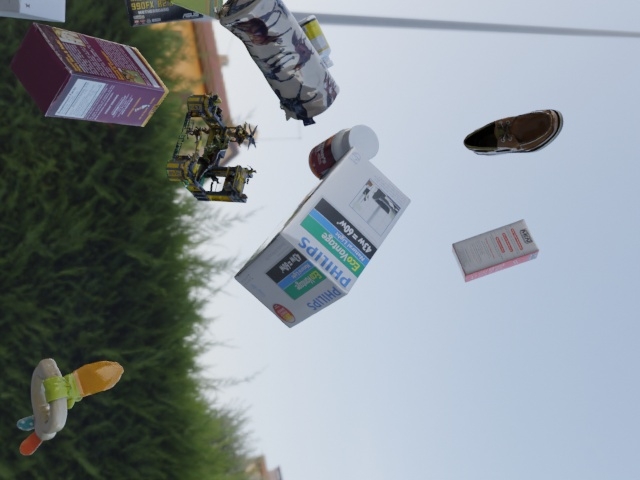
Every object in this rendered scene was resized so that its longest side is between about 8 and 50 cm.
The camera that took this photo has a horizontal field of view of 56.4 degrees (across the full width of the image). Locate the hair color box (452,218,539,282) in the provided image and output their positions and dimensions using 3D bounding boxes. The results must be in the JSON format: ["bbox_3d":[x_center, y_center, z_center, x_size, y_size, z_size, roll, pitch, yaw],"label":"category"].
[{"bbox_3d":[0.324,0.020,1.114,0.043,0.141,0.072,64,8,-64],"label":"hair color box"}]

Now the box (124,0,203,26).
[{"bbox_3d":[-0.483,-0.762,1.819,0.056,0.231,0.183,-121,-156,-44],"label":"box"}]

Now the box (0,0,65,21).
[{"bbox_3d":[-0.500,-0.424,0.945,0.091,0.170,0.130,-24,125,-66],"label":"box"}]

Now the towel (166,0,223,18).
[{"bbox_3d":[-0.339,-0.675,1.632,0.021,0.237,0.102,8,-79,24],"label":"towel"}]

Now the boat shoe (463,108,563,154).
[{"bbox_3d":[0.541,-0.299,1.709,0.307,0.104,0.111,-17,-106,59],"label":"boat shoe"}]

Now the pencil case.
[{"bbox_3d":[-0.112,-0.502,1.625,0.410,0.183,0.160,49,9,-43],"label":"pencil case"}]

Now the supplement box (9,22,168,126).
[{"bbox_3d":[-0.333,-0.237,0.879,0.081,0.188,0.104,-46,-106,24],"label":"supplement box"}]

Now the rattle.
[{"bbox_3d":[-0.474,0.307,1.118,0.130,0.142,0.200,32,-61,23],"label":"rattle"}]

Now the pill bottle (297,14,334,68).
[{"bbox_3d":[-0.026,-0.688,2.112,0.184,0.103,0.103,62,-16,-16],"label":"pill bottle"}]

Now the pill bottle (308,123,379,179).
[{"bbox_3d":[0.065,-0.250,1.708,0.221,0.121,0.121,-19,-103,60],"label":"pill bottle"}]

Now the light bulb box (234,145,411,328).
[{"bbox_3d":[0.000,0.000,1.620,0.225,0.361,0.358,42,-34,-6],"label":"light bulb box"}]

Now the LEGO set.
[{"bbox_3d":[-0.283,-0.259,1.727,0.255,0.192,0.331,65,34,-55],"label":"LEGO set"}]
